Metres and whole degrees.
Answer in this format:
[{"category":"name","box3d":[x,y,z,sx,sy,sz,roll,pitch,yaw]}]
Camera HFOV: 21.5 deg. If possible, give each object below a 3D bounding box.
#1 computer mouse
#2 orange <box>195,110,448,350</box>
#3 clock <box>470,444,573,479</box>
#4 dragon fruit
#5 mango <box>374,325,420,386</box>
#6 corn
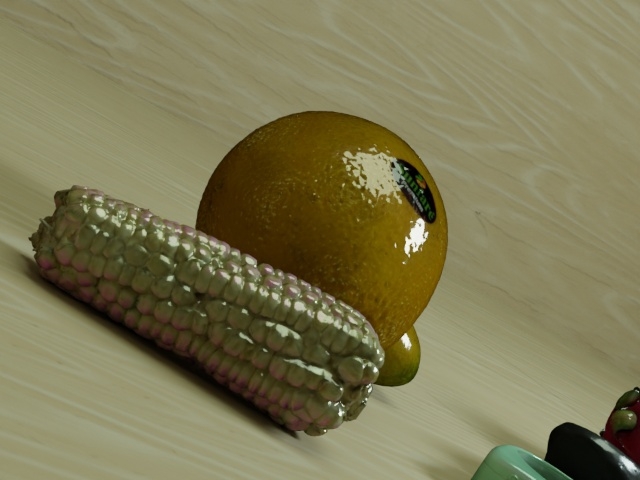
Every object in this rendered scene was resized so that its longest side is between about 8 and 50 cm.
[{"category":"computer mouse","box3d":[0.328,0.298,1.934,0.137,0.086,0.269,30,-10,39]},{"category":"orange","box3d":[0.000,0.000,1.755,0.274,0.274,0.274,33,6,-4]},{"category":"clock","box3d":[0.241,0.279,1.772,0.148,0.060,0.188,35,6,19]},{"category":"dragon fruit","box3d":[0.453,0.277,2.170,0.198,0.218,0.273,-8,-12,17]},{"category":"mango","box3d":[0.027,0.077,1.943,0.221,0.120,0.151,47,4,31]},{"category":"corn","box3d":[-0.098,0.055,1.499,0.335,0.127,0.126,31,6,-5]}]
